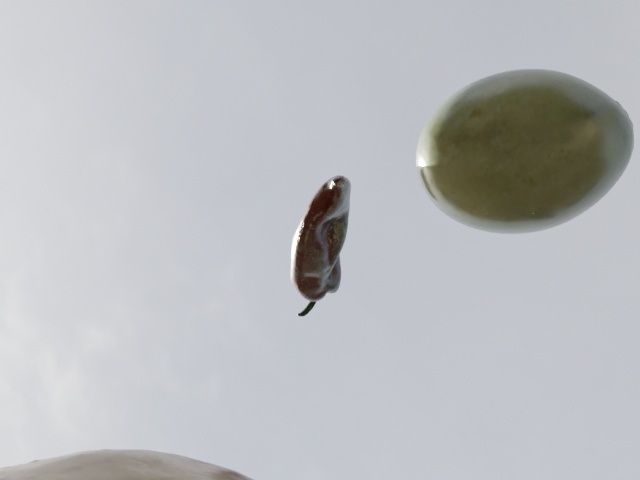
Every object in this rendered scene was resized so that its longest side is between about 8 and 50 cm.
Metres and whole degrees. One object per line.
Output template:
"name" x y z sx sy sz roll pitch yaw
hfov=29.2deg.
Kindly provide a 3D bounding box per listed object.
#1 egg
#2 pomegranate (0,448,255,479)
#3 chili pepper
"egg" 0.142 -0.063 0.856 0.152 0.114 0.114 -13 -68 1
"pomegranate" -0.110 0.261 0.482 0.410 0.410 0.410 7 -63 15
"chili pepper" -0.001 0.000 0.959 0.041 0.050 0.153 10 -44 5
